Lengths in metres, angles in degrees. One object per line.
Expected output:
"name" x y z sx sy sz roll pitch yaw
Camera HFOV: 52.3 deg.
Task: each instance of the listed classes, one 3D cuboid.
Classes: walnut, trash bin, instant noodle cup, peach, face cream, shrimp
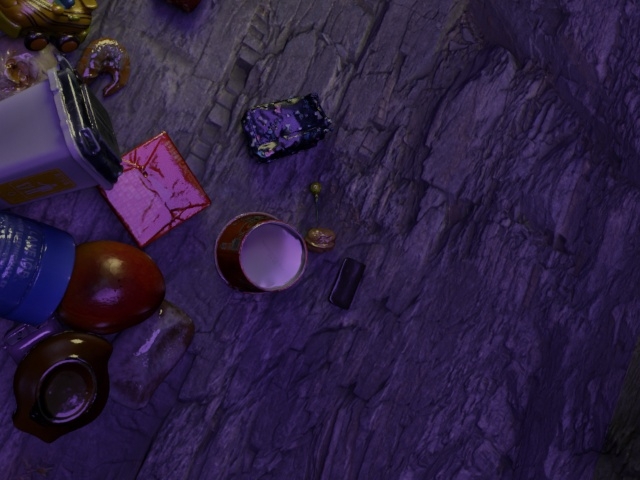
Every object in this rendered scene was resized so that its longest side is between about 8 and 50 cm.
"walnut" 0.000 0.000 1.963 0.096 0.082 0.078 2 120 -14
"trash bin" -0.701 -0.240 1.576 0.368 0.256 0.295 -20 74 -2
"instant noodle cup" -0.161 0.040 1.841 0.251 0.192 0.250 0 91 -20
"peach" -0.536 0.126 1.681 0.275 0.245 0.248 -2 102 -22
"face cream" -0.748 0.060 1.555 0.225 0.249 0.248 23 83 -40
"shrimp" -0.583 -0.450 1.742 0.132 0.052 0.187 33 84 -20

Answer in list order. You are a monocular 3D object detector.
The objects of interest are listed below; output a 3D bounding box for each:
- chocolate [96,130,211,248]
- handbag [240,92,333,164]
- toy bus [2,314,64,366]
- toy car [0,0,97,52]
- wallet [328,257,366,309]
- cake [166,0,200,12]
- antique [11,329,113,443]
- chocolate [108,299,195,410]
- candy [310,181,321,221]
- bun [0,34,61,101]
"chocolate" -0.460 -0.135 1.770 0.235 0.108 0.237 -36 102 -16
"handbag" -0.102 -0.326 1.899 0.260 0.113 0.161 -22 93 -18
"toy bus" -0.701 0.290 1.667 0.142 0.142 0.202 -33 103 -17
"toy car" -0.678 -0.582 1.607 0.248 0.142 0.200 -18 71 -50
"wallet" 0.082 0.133 2.029 0.082 0.018 0.156 23 83 -21
"cake" -0.344 -0.770 1.759 0.151 0.177 0.282 28 83 -19
"antique" -0.613 0.346 1.559 0.223 0.129 0.278 42 78 -23
"chocolate" -0.475 0.312 1.783 0.185 0.100 0.303 39 79 -21
"candy" -0.012 -0.118 1.986 0.035 0.035 0.122 -6 103 -10
"bun" -0.752 -0.422 1.637 0.223 0.127 0.222 0 91 -25
